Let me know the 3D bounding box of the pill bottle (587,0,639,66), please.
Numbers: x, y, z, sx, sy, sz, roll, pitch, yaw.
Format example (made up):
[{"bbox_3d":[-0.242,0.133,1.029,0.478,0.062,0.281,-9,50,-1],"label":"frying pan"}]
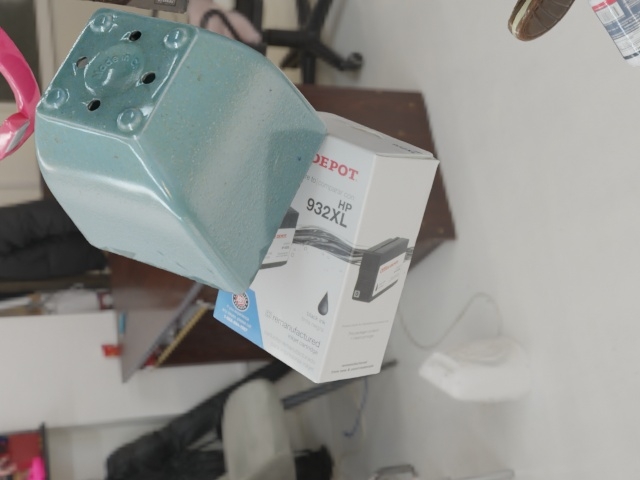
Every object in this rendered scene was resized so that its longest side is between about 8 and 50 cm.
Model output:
[{"bbox_3d":[0.523,-0.344,1.603,0.180,0.108,0.108,54,158,-9],"label":"pill bottle"}]

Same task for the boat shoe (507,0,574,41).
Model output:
[{"bbox_3d":[0.413,-0.467,1.775,0.257,0.095,0.095,-48,49,-5],"label":"boat shoe"}]

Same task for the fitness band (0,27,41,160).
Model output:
[{"bbox_3d":[-0.467,-0.210,1.314,0.209,0.054,0.291,51,147,-9],"label":"fitness band"}]

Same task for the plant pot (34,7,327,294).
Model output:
[{"bbox_3d":[-0.179,-0.126,1.139,0.247,0.252,0.248,17,70,27],"label":"plant pot"}]

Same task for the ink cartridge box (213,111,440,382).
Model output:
[{"bbox_3d":[0.000,0.000,1.323,0.223,0.129,0.308,27,110,40],"label":"ink cartridge box"}]

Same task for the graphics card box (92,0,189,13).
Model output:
[{"bbox_3d":[-0.287,-0.533,1.449,0.094,0.232,0.371,-112,31,-56],"label":"graphics card box"}]
